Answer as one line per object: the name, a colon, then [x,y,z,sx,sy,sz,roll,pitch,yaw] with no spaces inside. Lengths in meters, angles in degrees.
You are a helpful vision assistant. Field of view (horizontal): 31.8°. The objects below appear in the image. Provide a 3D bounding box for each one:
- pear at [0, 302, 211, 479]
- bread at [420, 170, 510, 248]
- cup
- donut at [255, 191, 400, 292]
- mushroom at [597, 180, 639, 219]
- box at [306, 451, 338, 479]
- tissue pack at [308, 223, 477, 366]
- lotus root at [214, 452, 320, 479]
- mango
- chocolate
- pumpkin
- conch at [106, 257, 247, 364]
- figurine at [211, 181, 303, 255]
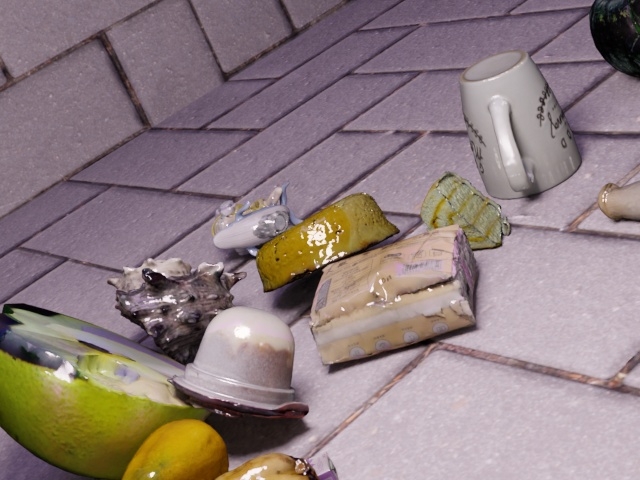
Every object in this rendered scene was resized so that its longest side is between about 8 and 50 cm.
pear: [-0.356,0.245,1.711,0.399,0.399,0.165,24,91,62]
bread: [0.240,-0.031,1.957,0.110,0.156,0.103,-49,-3,37]
cup: [0.350,-0.201,2.040,0.186,0.234,0.258,-17,25,20]
donut: [0.000,0.000,2.012,0.272,0.107,0.272,-26,-2,-1]
mushroom: [0.566,-0.094,1.755,0.270,0.103,0.118,-23,22,18]
box: [-0.035,0.328,1.494,0.117,0.036,0.050,-24,21,1]
tissue pack: [0.114,0.081,1.788,0.257,0.123,0.215,-17,21,16]
lotus root: [-0.096,0.351,1.395,0.221,0.118,0.125,-35,34,-8]
mango: [-0.198,0.316,1.461,0.176,0.119,0.317,-54,-8,-3]
chocolate: [-0.105,0.174,1.654,0.221,0.147,0.221,16,7,-2]
pumpkin: [0.702,-0.452,2.257,0.315,0.238,0.315,-37,10,8]
conch: [-0.269,0.102,1.991,0.241,0.186,0.313,14,8,2]
figurine: [-0.133,-0.037,2.311,0.209,0.128,0.184,-28,18,-31]
